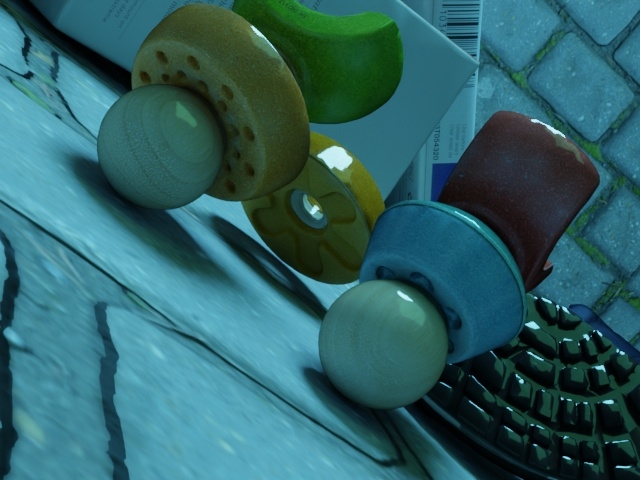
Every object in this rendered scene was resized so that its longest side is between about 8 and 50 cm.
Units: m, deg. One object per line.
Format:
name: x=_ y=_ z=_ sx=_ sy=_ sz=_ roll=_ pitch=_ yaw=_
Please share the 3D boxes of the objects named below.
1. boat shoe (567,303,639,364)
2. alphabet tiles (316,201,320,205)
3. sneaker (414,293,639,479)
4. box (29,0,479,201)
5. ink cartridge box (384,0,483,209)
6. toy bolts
boat shoe: x=0.248 y=0.126 z=0.961 sx=0.158 sy=0.127 sz=0.340 roll=50 pitch=10 yaw=17
alphabet tiles: x=0.002 y=-0.028 z=1.084 sx=0.284 sy=0.021 sz=0.278 roll=40 pitch=7 yaw=-9
sneaker: x=0.158 y=0.131 z=0.681 sx=0.283 sy=0.107 sz=0.124 roll=24 pitch=-38 yaw=2
box: x=-0.071 y=-0.196 z=0.994 sx=0.345 sy=0.168 sz=0.215 roll=29 pitch=9 yaw=-39
ink cartridge box: x=0.099 y=-0.158 z=1.367 sx=0.071 sy=0.324 sz=0.330 roll=-4 pitch=20 yaw=-11
toy bolts: x=0.000 y=0.000 z=0.607 sx=0.228 sy=0.158 sz=0.218 roll=33 pitch=-37 yaw=20
